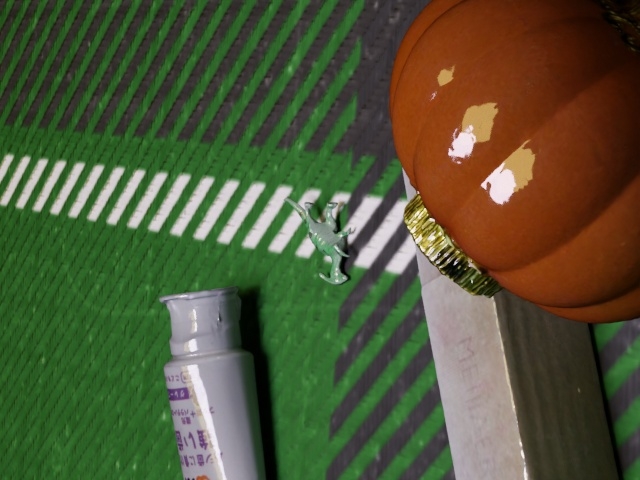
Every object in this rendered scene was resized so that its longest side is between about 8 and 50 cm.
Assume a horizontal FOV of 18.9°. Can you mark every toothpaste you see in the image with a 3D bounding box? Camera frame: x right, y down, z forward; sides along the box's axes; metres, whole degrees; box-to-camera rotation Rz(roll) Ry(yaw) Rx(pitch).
[{"bbox_3d":[-0.078,0.188,1.547,0.114,0.073,0.299,-11,86,56],"label":"toothpaste"}]

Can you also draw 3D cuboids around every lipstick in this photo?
[{"bbox_3d":[0.125,0.080,1.227,0.076,0.079,0.371,-33,60,52],"label":"lipstick"}]

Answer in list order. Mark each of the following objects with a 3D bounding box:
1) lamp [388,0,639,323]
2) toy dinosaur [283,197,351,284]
[{"bbox_3d":[0.140,-0.056,1.091,0.196,0.223,0.223,-43,49,17],"label":"lamp"},{"bbox_3d":[0.000,0.000,1.477,0.083,0.021,0.062,17,115,55],"label":"toy dinosaur"}]
